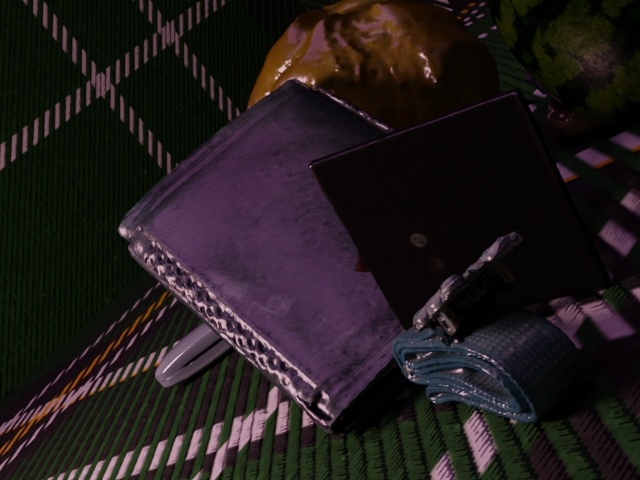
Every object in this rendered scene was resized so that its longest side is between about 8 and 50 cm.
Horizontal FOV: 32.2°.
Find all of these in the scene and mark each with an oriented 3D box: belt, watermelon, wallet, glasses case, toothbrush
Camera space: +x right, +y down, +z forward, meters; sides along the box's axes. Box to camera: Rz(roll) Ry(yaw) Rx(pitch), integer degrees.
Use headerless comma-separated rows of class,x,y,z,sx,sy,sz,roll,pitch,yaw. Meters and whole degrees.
belt,0.086,0.059,0.681,0.065,0.100,0.179,-38,6,-18
watermelon,0.255,-0.216,0.786,0.285,0.285,0.285,-38,9,7
wallet,0.000,0.000,0.935,0.237,0.075,0.342,-43,45,-11
glasses case,-0.131,0.120,1.369,0.178,0.045,0.067,-37,10,11
toothbrush,0.237,-0.158,1.135,0.024,0.029,0.354,-44,3,11

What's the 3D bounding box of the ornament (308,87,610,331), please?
ornament,0.108,-0.060,0.797,0.166,0.153,0.196,-16,27,28

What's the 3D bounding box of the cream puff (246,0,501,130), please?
cream puff,0.027,-0.107,1.164,0.269,0.274,0.323,-33,2,-28

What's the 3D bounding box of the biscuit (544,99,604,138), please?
biscuit,0.303,-0.155,1.029,0.141,0.038,0.289,-46,10,-37
